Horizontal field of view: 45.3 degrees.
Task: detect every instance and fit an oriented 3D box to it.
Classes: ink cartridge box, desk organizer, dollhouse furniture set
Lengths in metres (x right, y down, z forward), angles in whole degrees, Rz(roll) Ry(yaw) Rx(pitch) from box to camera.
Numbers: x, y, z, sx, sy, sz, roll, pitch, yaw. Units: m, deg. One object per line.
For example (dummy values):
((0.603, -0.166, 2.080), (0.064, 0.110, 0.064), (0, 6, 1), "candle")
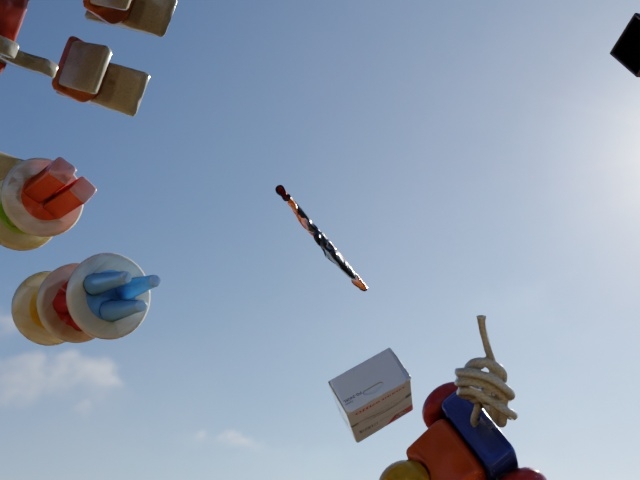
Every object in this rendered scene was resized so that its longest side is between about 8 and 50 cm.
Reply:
((0.080, 0.238, 1.170), (0.109, 0.063, 0.150), (-28, -31, -8), "ink cartridge box")
((0.328, -0.213, 0.700), (0.050, 0.047, 0.130), (-4, -44, -29), "desk organizer")
((-0.267, -0.157, 0.585), (0.135, 0.259, 0.262), (18, -3, 24), "dollhouse furniture set")

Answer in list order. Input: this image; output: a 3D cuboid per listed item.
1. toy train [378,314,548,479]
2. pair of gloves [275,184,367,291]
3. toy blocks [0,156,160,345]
((0.063, 0.162, 0.504), (0.143, 0.105, 0.248), (-29, -51, -9), "toy train")
((0.000, 0.000, 0.564), (0.010, 0.083, 0.074), (-40, -42, -1), "pair of gloves")
((-0.154, 0.003, 0.477), (0.054, 0.123, 0.148), (-19, 3, -40), "toy blocks")
